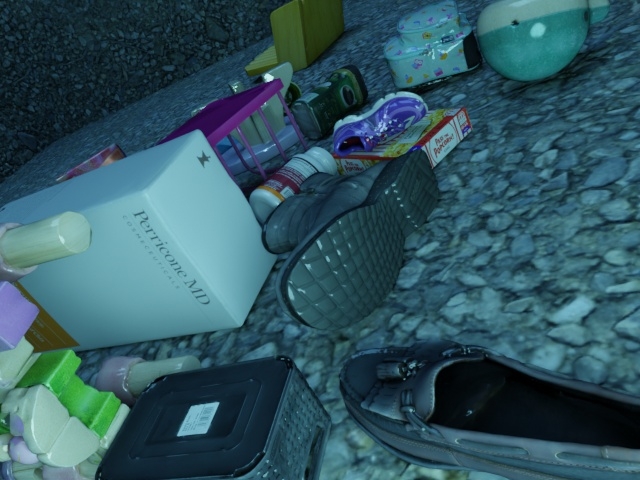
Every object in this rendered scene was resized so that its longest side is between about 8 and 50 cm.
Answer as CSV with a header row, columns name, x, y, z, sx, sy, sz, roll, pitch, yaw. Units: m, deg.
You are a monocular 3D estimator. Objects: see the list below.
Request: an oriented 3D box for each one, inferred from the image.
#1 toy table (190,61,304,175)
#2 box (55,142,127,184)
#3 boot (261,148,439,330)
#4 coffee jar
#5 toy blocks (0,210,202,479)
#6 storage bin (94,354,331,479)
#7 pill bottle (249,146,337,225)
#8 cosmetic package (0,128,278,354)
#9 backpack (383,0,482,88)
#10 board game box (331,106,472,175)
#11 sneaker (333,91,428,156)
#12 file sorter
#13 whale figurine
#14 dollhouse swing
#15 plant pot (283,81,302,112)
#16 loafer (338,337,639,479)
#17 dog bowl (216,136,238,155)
name,x,y,z,sx,sy,sz,roll,pitch,yaw
toy table,-0.155,-0.284,1.241,0.274,0.161,0.252,-35,29,-14
box,-0.515,-0.135,1.291,0.154,0.142,0.300,-35,18,-10
boot,0.000,0.000,0.704,0.222,0.118,0.338,-7,24,40
coffee jar,0.025,-0.312,1.190,0.079,0.096,0.184,12,47,47
toy blocks,-0.330,0.172,0.518,0.260,0.289,0.309,-12,35,21
storage bin,-0.094,0.186,0.486,0.180,0.084,0.122,-16,30,25
pill bottle,-0.041,-0.089,0.891,0.086,0.086,0.152,5,42,46
cosmetic package,-0.322,0.027,0.805,0.453,0.230,0.162,-14,32,28
backpack,0.224,-0.406,1.121,0.188,0.144,0.166,-20,34,22
board game box,0.132,-0.163,0.900,0.147,0.045,0.193,-43,31,-25
sneaker,0.095,-0.176,0.859,0.169,0.068,0.071,-21,43,32
file sorter,-0.180,-0.133,0.988,0.202,0.182,0.291,-5,35,39
whale figurine,0.387,-0.354,0.930,0.216,0.141,0.272,-3,13,39
dollhouse swing,-0.120,-0.783,1.922,0.304,0.315,0.347,12,45,23
plant pot,-0.097,-0.394,1.466,0.083,0.083,0.079,-30,16,-3
loafer,0.123,0.117,0.391,0.302,0.095,0.109,7,44,48
dog bowl,-0.309,-0.224,1.372,0.165,0.074,0.297,5,43,46
